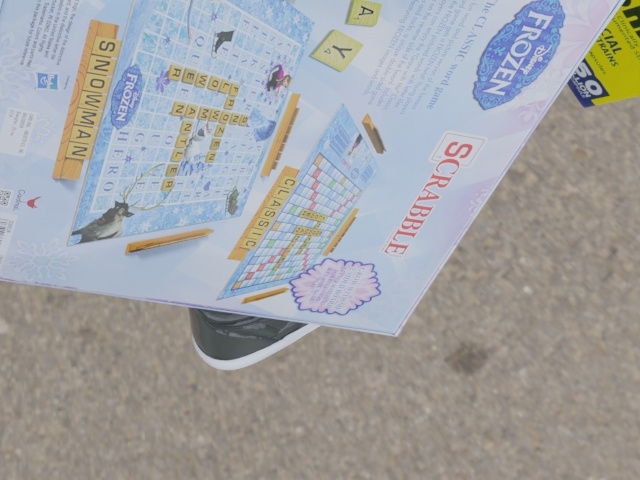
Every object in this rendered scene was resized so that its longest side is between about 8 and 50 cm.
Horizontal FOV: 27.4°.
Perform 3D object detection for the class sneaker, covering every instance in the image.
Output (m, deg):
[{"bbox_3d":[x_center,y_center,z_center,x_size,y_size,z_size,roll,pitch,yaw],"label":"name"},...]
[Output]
[{"bbox_3d":[0.000,0.000,1.207,0.296,0.104,0.147,-33,153,-9],"label":"sneaker"}]

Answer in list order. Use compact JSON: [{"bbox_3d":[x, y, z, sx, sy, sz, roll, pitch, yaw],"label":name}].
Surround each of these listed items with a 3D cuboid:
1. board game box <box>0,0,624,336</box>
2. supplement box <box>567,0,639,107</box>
[{"bbox_3d":[-0.040,-0.079,0.766,0.318,0.066,0.318,10,137,-20],"label":"board game box"},{"bbox_3d":[0.372,-0.283,1.299,0.195,0.356,0.194,-44,105,-21],"label":"supplement box"}]
